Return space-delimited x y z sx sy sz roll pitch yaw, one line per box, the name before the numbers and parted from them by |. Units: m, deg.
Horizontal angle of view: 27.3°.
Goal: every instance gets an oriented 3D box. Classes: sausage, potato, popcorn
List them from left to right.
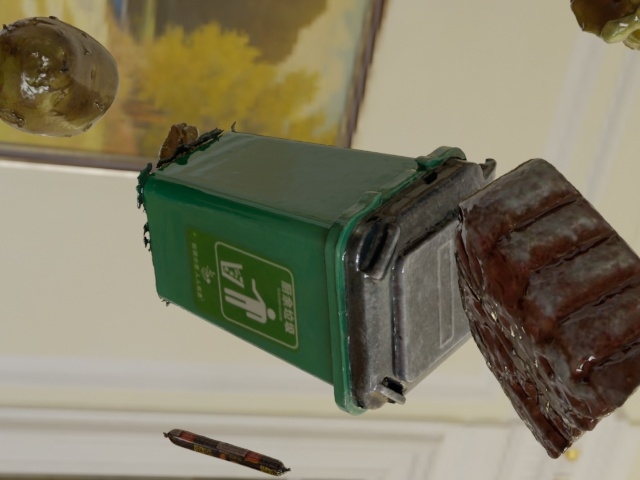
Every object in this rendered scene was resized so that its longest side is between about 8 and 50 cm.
potato | -0.310 -0.186 1.498 0.176 0.137 0.137 28 59 -62
sausage | -0.130 0.292 1.818 0.028 0.198 0.025 -28 127 -64
popcorn | 0.355 -0.288 1.401 0.197 0.156 0.197 -35 -133 48

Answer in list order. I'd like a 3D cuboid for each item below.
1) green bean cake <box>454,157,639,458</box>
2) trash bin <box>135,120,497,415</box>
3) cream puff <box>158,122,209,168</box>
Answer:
green bean cake | 0.177 0.070 0.949 0.198 0.097 0.232 57 -8 30
trash bin | 0.000 0.000 1.561 0.381 0.295 0.259 18 -54 33
cream puff | -0.174 -0.104 1.678 0.083 0.083 0.058 -24 -156 35
